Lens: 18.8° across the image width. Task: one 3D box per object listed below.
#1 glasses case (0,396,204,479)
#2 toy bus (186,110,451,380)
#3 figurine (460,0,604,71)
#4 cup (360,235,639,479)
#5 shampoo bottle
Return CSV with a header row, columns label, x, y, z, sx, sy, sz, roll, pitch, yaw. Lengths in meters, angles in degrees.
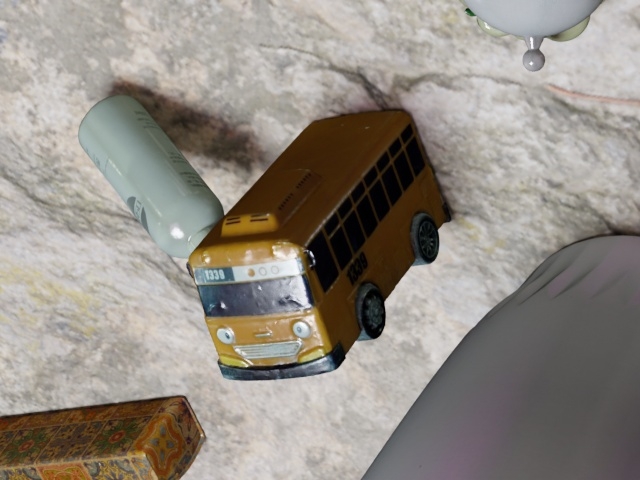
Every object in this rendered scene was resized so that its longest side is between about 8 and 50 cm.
label,x,y,z,sx,sy,sz,roll,pitch,yaw
glasses case,-0.206,0.181,1.616,0.218,0.075,0.049,-10,120,33
toy bus,0.000,0.000,1.289,0.098,0.201,0.114,-6,117,32
figurine,0.128,-0.203,1.151,0.147,0.093,0.197,0,116,1
cup,0.157,0.179,1.216,0.253,0.371,0.253,14,127,20
shampoo bottle,-0.105,-0.028,1.358,0.195,0.056,0.056,49,143,38
